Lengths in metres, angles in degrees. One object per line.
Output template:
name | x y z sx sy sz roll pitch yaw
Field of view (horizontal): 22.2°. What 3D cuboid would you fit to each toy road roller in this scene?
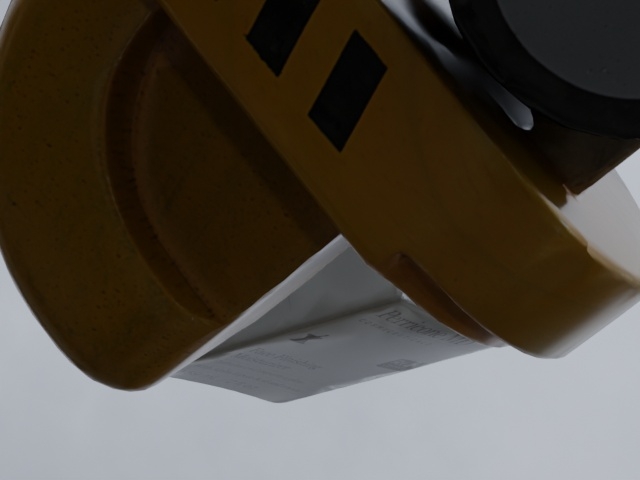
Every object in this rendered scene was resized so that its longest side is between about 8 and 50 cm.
toy road roller | -0.017 -0.106 0.477 0.240 0.202 0.329 -40 -93 16

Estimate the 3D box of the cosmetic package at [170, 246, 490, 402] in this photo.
cosmetic package | 0.000 0.000 0.993 0.184 0.151 0.151 -17 -20 30
